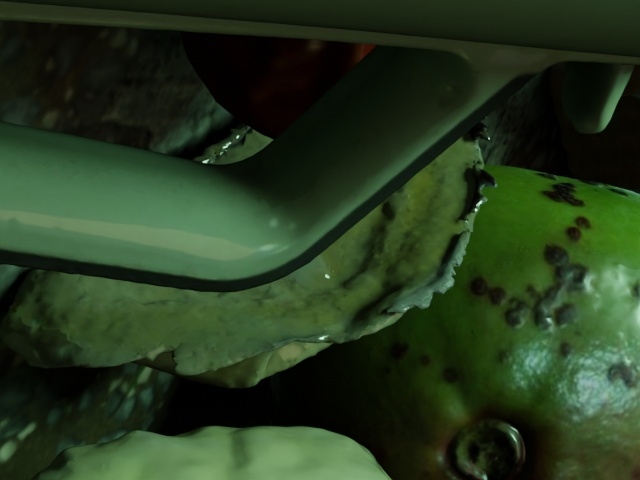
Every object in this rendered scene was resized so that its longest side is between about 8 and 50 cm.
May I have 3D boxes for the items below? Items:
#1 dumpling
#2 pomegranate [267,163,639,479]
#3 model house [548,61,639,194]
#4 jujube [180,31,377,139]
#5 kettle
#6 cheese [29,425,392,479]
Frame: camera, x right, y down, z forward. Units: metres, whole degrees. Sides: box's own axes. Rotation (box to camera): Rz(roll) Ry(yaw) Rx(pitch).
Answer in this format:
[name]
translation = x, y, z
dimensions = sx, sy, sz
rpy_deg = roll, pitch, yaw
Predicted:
[dumpling]
translation = -0.003, 0.000, 0.828
dimensions = 0.332, 0.166, 0.086
rpy_deg = -42, 159, -30
[pomegranate]
translation = 0.121, 0.060, 0.975
dimensions = 0.323, 0.291, 0.290
rpy_deg = -60, 160, -48
[model house]
translation = 0.305, -0.127, 1.137
dimensions = 0.329, 0.295, 0.251
rpy_deg = 27, 72, -30
[jujube]
translation = 0.019, -0.159, 0.699
dimensions = 0.174, 0.174, 0.250
rpy_deg = -33, 137, -42
[kettle]
translation = -0.009, -0.138, 0.473
dimensions = 0.377, 0.250, 0.361
rpy_deg = -1, 131, -24
[cheese]
translation = -0.072, 0.234, 0.820
dimensions = 0.318, 0.115, 0.326
rpy_deg = -35, 129, 10
